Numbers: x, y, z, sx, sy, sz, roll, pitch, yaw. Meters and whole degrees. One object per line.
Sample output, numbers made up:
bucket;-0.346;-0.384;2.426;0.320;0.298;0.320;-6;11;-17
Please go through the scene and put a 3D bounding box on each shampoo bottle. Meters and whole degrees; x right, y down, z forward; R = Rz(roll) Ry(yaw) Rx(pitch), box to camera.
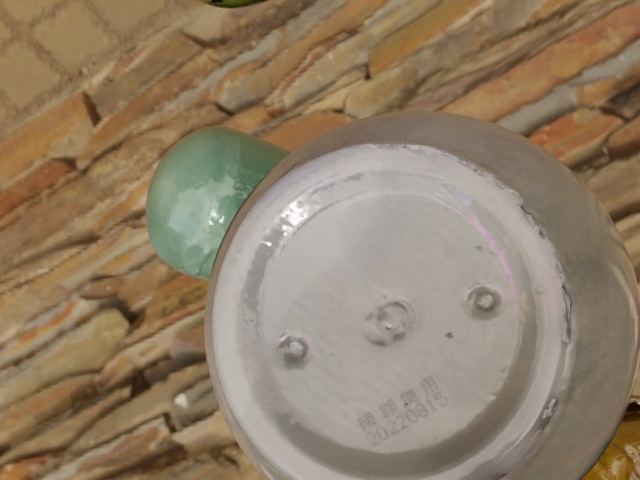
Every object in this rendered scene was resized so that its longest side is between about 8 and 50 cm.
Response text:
shampoo bottle;0.074;0.056;0.597;0.273;0.273;0.266;-32;166;15
shampoo bottle;0.000;0.000;0.862;0.349;0.151;0.222;18;133;-22

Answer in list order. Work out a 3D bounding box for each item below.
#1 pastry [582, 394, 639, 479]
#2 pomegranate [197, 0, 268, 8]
pastry;0.380;0.350;0.987;0.356;0.356;0.164;2;160;-25
pomegranate;-0.057;-0.223;0.559;0.122;0.122;0.161;-12;130;-9
